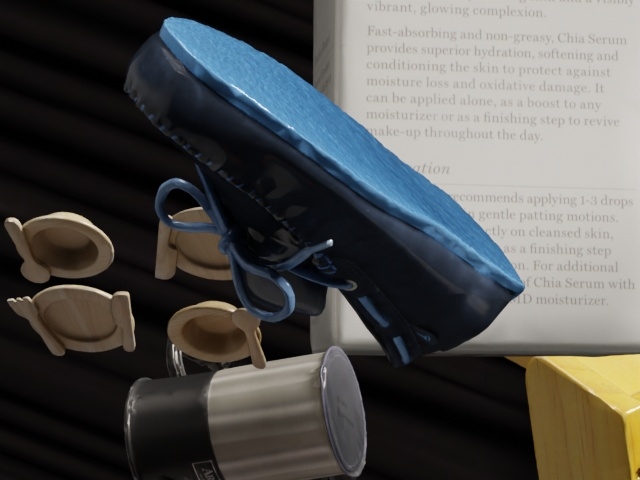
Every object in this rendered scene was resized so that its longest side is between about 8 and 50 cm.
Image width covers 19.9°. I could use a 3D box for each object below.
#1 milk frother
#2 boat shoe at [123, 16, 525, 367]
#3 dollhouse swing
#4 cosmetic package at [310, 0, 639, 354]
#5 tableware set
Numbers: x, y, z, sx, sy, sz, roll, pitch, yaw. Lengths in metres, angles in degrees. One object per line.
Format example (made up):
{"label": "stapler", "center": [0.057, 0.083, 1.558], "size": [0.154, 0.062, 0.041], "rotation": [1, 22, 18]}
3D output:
{"label": "milk frother", "center": [-0.041, 0.099, 1.178], "size": [0.129, 0.135, 0.143], "rotation": [51, 32, -60]}
{"label": "boat shoe", "center": [0.000, 0.000, 0.787], "size": [0.089, 0.258, 0.109], "rotation": [-43, -136, 11]}
{"label": "dollhouse swing", "center": [0.302, 0.158, 1.752], "size": [0.305, 0.347, 0.315], "rotation": [10, -65, 50]}
{"label": "cosmetic package", "center": [0.112, -0.143, 1.320], "size": [0.161, 0.230, 0.453], "rotation": [145, -54, -82]}
{"label": "tableware set", "center": [-0.102, 0.028, 1.049], "size": [0.141, 0.168, 0.020], "rotation": [83, 11, -51]}
